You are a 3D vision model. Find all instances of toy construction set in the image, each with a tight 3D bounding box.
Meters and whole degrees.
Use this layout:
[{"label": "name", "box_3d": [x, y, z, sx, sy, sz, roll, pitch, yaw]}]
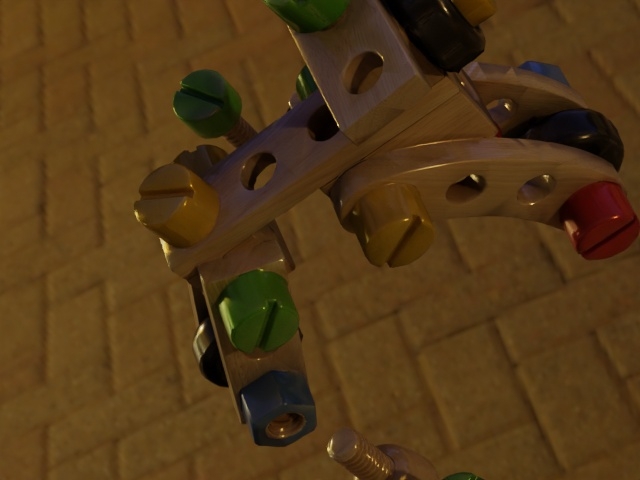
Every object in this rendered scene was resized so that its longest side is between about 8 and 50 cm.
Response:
[{"label": "toy construction set", "box_3d": [0.000, 0.000, 0.707, 0.257, 0.237, 0.309, -9, 61, 23]}]
